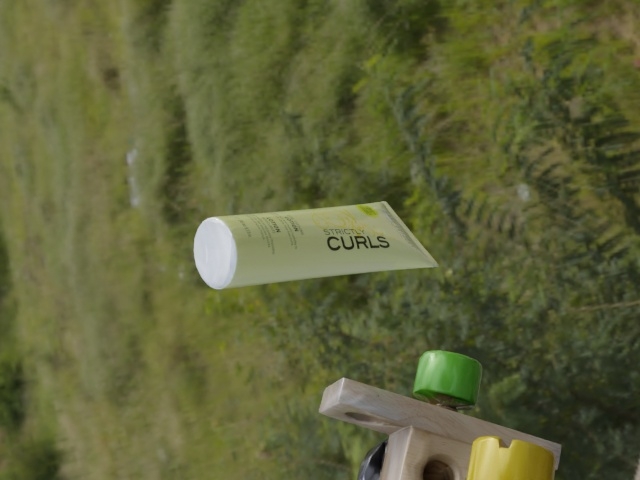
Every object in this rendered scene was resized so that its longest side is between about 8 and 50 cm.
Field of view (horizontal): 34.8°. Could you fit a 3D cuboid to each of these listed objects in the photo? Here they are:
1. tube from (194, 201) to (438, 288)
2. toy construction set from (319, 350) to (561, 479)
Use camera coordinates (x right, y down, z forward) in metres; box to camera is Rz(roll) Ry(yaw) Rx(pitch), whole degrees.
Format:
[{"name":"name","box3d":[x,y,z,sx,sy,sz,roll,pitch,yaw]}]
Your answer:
[{"name":"tube","box3d":[0.000,0.000,0.919,0.062,0.240,0.070,-7,88,49]},{"name":"toy construction set","box3d":[0.093,0.154,0.447,0.257,0.309,0.237,72,-148,-57]}]
